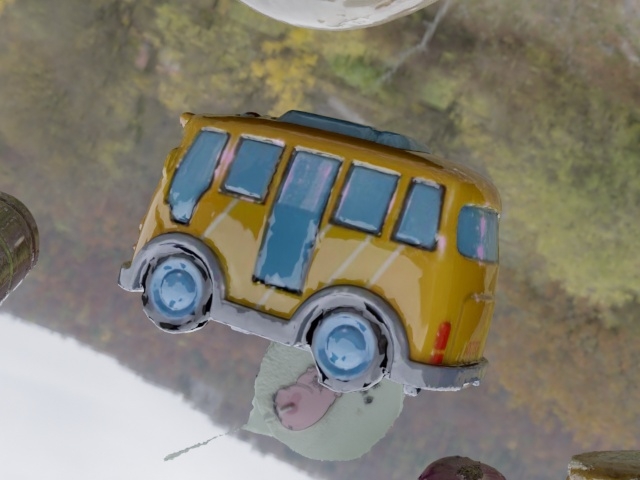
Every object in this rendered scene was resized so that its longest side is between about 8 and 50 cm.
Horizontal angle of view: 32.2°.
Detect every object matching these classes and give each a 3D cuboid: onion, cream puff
[{"bbox_3d":[0.158,0.292,1.219,0.115,0.104,0.115,-2,-151,1],"label":"onion"},{"bbox_3d":[0.272,0.233,0.945,0.144,0.103,0.126,1,180,22],"label":"cream puff"}]

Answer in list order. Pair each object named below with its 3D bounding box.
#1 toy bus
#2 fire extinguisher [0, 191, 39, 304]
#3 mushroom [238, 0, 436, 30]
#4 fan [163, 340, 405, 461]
[{"bbox_3d":[0.000,0.000,0.622,0.210,0.136,0.126,16,-176,24],"label":"toy bus"},{"bbox_3d":[-0.311,0.027,0.860,0.141,0.105,0.341,31,-170,-8],"label":"fire extinguisher"},{"bbox_3d":[-0.008,-0.324,0.750,0.362,0.362,0.295,20,-153,34],"label":"mushroom"},{"bbox_3d":[-0.054,0.204,1.318,0.182,0.310,0.010,64,-169,0],"label":"fan"}]
